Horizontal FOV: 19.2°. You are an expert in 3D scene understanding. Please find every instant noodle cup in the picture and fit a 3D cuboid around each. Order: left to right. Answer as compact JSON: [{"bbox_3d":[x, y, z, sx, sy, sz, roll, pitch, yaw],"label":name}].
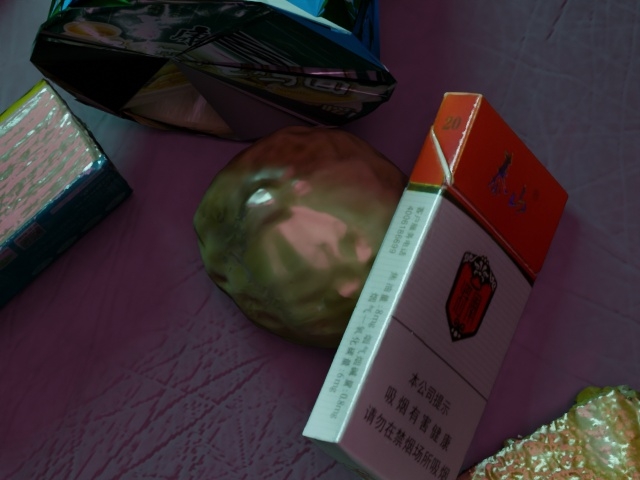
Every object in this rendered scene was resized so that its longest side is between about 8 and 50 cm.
[{"bbox_3d":[-0.061,-0.186,1.220,0.240,0.240,0.178,6,73,1],"label":"instant noodle cup"}]

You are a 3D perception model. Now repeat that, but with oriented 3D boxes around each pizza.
[{"bbox_3d":[0.137,0.188,1.249,0.199,0.062,0.188,0,70,6],"label":"pizza"}]

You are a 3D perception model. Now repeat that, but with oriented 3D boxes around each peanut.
[{"bbox_3d":[0.000,0.000,1.248,0.140,0.109,0.159,-43,97,6],"label":"peanut"}]

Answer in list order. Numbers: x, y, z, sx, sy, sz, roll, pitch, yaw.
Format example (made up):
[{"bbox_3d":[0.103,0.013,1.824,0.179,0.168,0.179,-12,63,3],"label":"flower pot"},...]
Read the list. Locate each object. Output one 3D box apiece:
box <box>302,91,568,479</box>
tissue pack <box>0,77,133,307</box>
[{"bbox_3d":[0.079,0.043,1.213,0.035,0.139,0.245,10,68,39],"label":"box"},{"bbox_3d":[-0.213,-0.016,1.242,0.169,0.120,0.082,-41,81,-3],"label":"tissue pack"}]
